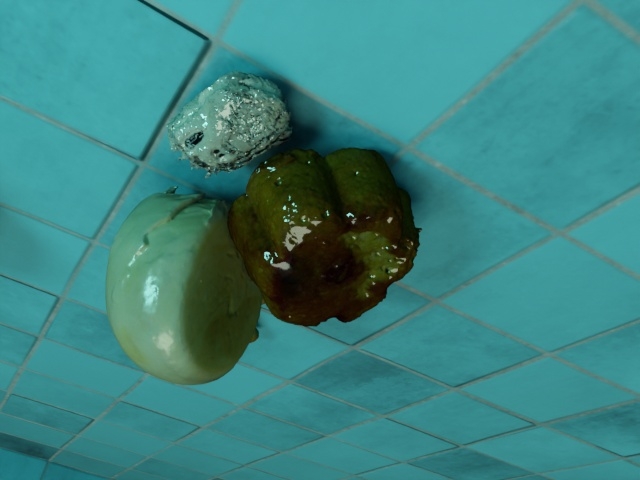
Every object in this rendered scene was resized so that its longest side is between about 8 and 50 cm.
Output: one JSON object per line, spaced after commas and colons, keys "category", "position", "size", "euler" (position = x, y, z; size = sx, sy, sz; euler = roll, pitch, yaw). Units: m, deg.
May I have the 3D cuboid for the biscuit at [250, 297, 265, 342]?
{"category": "biscuit", "position": [-0.169, 0.112, 1.092], "size": [0.164, 0.047, 0.208], "euler": [14, 145, -7]}

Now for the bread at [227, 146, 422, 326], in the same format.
{"category": "bread", "position": [0.011, -0.007, 0.774], "size": [0.231, 0.135, 0.247], "euler": [-15, 138, -9]}

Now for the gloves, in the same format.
{"category": "gloves", "position": [-0.095, -0.123, 0.705], "size": [0.153, 0.070, 0.114], "euler": [-25, 132, 38]}

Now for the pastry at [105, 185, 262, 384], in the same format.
{"category": "pastry", "position": [-0.169, 0.060, 0.839], "size": [0.133, 0.265, 0.265], "euler": [6, 147, 27]}
